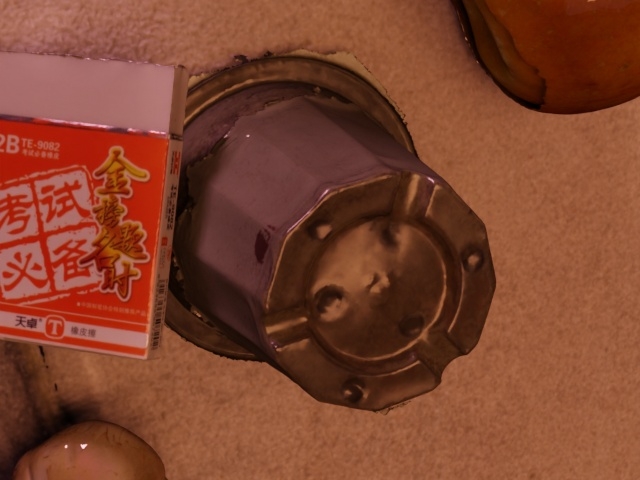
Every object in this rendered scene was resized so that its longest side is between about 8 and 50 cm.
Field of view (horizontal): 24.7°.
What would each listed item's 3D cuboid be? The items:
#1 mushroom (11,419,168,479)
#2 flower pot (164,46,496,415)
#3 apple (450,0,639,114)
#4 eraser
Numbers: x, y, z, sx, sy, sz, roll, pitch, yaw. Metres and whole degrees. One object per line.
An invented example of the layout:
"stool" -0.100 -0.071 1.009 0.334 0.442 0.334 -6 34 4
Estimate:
"mushroom" -0.192 0.217 1.242 0.148 0.112 0.148 4 117 8
"flower pot" 0.000 0.000 1.176 0.290 0.259 0.290 -6 107 -19
"apple" 0.202 -0.218 1.224 0.207 0.237 0.237 -16 111 1
"eraser" -0.191 -0.029 1.146 0.157 0.038 0.230 7 93 16
